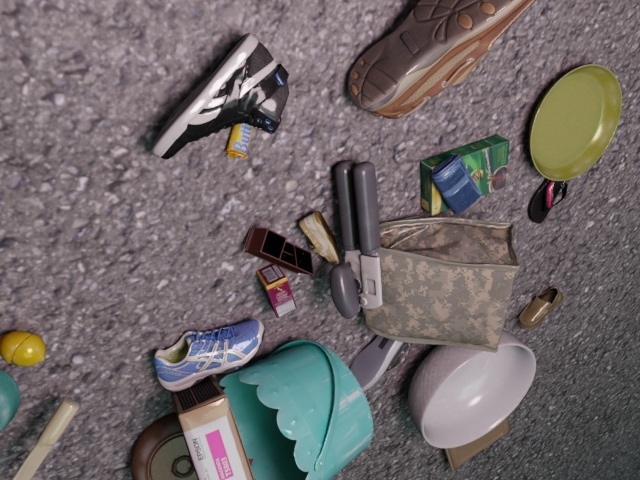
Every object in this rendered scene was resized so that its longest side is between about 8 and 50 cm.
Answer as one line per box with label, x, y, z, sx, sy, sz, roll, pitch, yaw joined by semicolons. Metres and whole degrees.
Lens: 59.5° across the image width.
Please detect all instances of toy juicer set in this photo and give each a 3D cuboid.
toy juicer set;-0.506;0.234;0.867;0.209;0.090;0.328;-40;124;-18

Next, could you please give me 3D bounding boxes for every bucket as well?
bucket;-0.046;0.334;1.064;0.183;0.281;0.280;-24;130;-33

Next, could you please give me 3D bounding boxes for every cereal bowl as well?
cereal bowl;0.354;0.344;1.385;0.339;0.141;0.338;-14;125;-21

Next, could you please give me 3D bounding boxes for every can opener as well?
can opener;0.059;0.005;0.990;0.095;0.076;0.283;-32;123;-46

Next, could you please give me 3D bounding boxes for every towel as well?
towel;0.256;-0.104;1.055;0.067;0.029;0.119;-42;131;2

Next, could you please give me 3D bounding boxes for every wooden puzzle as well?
wooden puzzle;0.456;0.556;1.652;0.239;0.044;0.220;-33;130;-13

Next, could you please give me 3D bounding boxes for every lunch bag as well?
lunch bag;0.220;0.081;1.109;0.287;0.168;0.235;5;128;9

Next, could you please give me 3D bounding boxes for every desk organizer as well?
desk organizer;-0.065;0.020;0.984;0.130;0.050;0.047;26;76;-39

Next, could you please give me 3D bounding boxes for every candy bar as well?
candy bar;-0.107;-0.199;0.849;0.040;0.018;0.161;7;115;-33

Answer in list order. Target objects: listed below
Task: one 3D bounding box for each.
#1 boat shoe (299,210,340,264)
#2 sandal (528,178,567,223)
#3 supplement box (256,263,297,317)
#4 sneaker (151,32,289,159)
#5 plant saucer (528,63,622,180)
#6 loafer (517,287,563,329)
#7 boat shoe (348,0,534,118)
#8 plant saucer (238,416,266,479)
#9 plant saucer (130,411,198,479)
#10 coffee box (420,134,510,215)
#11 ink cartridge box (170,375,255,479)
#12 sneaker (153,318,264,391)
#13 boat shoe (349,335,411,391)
boat shoe;0.000;0.000;1.026;0.045;0.050;0.135;-17;133;11
sandal;0.523;-0.115;1.248;0.067;0.040;0.179;8;115;-33
supplement box;-0.080;0.091;1.029;0.043;0.055;0.083;-25;130;-14
sneaker;-0.129;-0.172;0.796;0.217;0.079;0.121;-46;117;7
plant saucer;0.516;-0.242;1.155;0.241;0.037;0.240;-11;119;-21
loafer;0.568;0.172;1.455;0.148;0.056;0.050;-40;131;-15
boat shoe;0.194;-0.304;0.863;0.325;0.123;0.116;-31;149;25
plant saucer;-0.218;0.507;1.227;0.259;0.047;0.258;-24;128;-14
plant saucer;-0.269;0.438;1.102;0.199;0.036;0.198;-2;95;-17
coffee box;0.284;-0.129;1.102;0.184;0.040;0.113;-19;128;-17
ink cartridge box;-0.189;0.376;1.003;0.088;0.193;0.234;-18;94;-18
sneaker;-0.200;0.198;1.014;0.211;0.080;0.081;-27;131;-13
boat shoe;0.151;0.250;1.256;0.076;0.080;0.228;30;95;-38
